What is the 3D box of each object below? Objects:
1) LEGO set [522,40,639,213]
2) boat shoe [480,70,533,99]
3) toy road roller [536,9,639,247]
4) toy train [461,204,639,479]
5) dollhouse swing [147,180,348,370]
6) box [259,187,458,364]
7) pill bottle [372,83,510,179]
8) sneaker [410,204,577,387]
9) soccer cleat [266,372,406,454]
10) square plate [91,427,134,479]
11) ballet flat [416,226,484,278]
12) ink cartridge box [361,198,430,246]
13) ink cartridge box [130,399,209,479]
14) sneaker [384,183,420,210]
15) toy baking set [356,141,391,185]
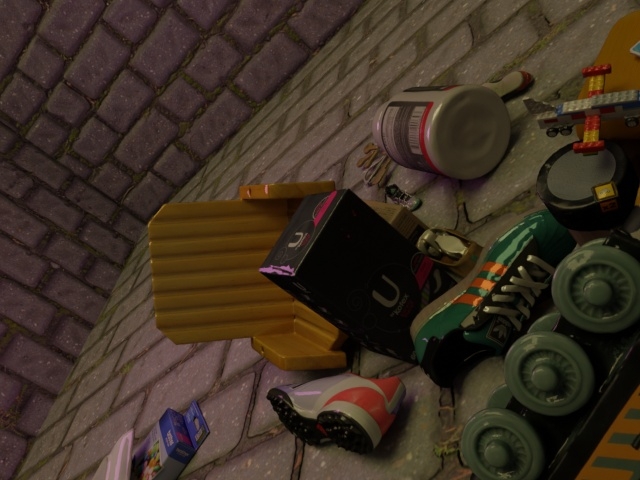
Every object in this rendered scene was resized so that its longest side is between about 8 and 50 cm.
[{"bbox_3d":[0.328,-0.139,0.563,0.244,0.060,0.182,-41,43,4],"label":"LEGO set"},{"bbox_3d":[0.380,-0.318,1.223,0.043,0.049,0.137,-15,-2,-34],"label":"boat shoe"},{"bbox_3d":[0.419,-0.091,0.637,0.240,0.202,0.329,8,64,49],"label":"toy road roller"},{"bbox_3d":[0.270,0.140,0.532,0.190,0.142,0.334,32,108,25],"label":"toy train"},{"bbox_3d":[-0.152,0.067,1.122,0.315,0.305,0.347,-171,77,-66],"label":"dollhouse swing"},{"bbox_3d":[0.065,0.061,0.962,0.165,0.270,0.143,-59,24,-15],"label":"box"},{"bbox_3d":[0.228,-0.230,1.205,0.176,0.176,0.318,-52,23,-1],"label":"pill bottle"},{"bbox_3d":[0.249,0.088,0.804,0.302,0.108,0.121,-51,22,23],"label":"sneaker"},{"bbox_3d":[0.018,0.276,0.983,0.116,0.109,0.318,-39,11,-30],"label":"soccer cleat"},{"bbox_3d":[-0.528,0.673,1.342,0.344,0.049,0.347,-56,25,23],"label":"square plate"},{"bbox_3d":[0.218,0.008,1.008,0.080,0.073,0.232,-53,23,-4],"label":"ballet flat"},{"bbox_3d":[0.090,0.016,1.215,0.193,0.088,0.234,-56,23,-5],"label":"ink cartridge box"},{"bbox_3d":[-0.397,0.538,1.403,0.311,0.065,0.186,-52,23,-5],"label":"ink cartridge box"},{"bbox_3d":[0.169,-0.098,1.259,0.038,0.069,0.098,-55,23,-7],"label":"sneaker"},{"bbox_3d":[0.175,-0.235,1.505,0.197,0.030,0.256,-47,23,19],"label":"toy baking set"}]
